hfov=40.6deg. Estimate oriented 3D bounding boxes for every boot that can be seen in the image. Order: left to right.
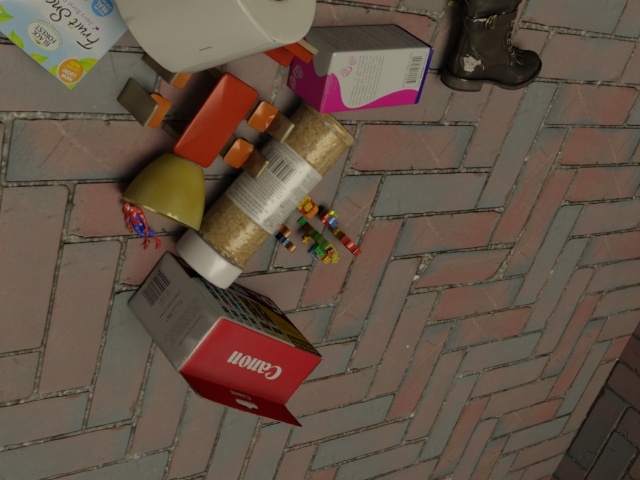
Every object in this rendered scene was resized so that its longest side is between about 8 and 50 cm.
[{"bbox_3d":[0.353,-0.403,1.652,0.263,0.091,0.229,-15,138,-29],"label":"boot"}]

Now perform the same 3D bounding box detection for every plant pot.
[{"bbox_3d":[-0.240,-0.085,1.403,0.134,0.134,0.095,29,83,-49],"label":"plant pot"}]

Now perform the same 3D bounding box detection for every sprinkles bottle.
[{"bbox_3d":[-0.096,-0.082,1.521,0.355,0.121,0.121,-48,140,2],"label":"sprinkles bottle"}]

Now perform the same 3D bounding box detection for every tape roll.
[{"bbox_3d":[-0.138,-0.356,1.130,0.246,0.169,0.246,24,62,-56],"label":"tape roll"}]

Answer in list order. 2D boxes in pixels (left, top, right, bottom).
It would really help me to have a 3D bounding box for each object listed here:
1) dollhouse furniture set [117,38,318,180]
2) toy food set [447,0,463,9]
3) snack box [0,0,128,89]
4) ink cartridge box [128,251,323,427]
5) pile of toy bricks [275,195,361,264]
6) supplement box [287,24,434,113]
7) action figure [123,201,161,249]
[{"bbox_3d":[-0.134,-0.231,1.353,0.262,0.135,0.259,24,105,-49],"label":"dollhouse furniture set"},{"bbox_3d":[0.282,-0.484,1.596,0.078,0.019,0.122,1,122,-41],"label":"toy food set"},{"bbox_3d":[-0.331,-0.334,1.148,0.207,0.070,0.174,-46,140,1],"label":"snack box"},{"bbox_3d":[-0.151,0.187,1.581,0.130,0.272,0.309,-52,141,7],"label":"ink cartridge box"},{"bbox_3d":[0.000,0.000,1.686,0.118,0.105,0.212,-45,140,-1],"label":"pile of toy bricks"},{"bbox_3d":[0.069,-0.299,1.493,0.220,0.114,0.111,-12,130,-36],"label":"supplement box"},{"bbox_3d":[-0.304,-0.025,1.454,0.115,0.038,0.030,69,30,-47],"label":"action figure"}]
